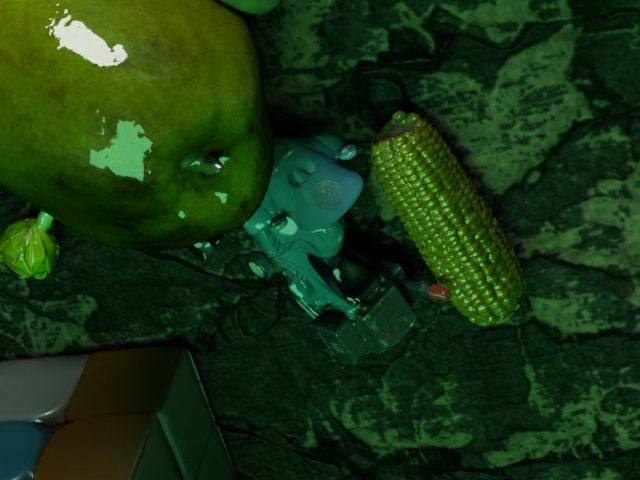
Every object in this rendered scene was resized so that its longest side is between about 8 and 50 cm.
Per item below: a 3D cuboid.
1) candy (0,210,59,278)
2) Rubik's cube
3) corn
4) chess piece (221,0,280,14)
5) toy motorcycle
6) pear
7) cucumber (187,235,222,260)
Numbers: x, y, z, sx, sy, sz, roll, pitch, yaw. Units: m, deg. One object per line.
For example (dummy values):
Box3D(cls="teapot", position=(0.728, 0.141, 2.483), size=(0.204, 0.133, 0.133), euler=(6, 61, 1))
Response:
Box3D(cls="candy", position=(-0.256, -0.041, 1.650), size=(0.062, 0.058, 0.194), euler=(24, 118, -16))
Box3D(cls="Rubik's cube", position=(-0.281, 0.348, 1.746), size=(0.344, 0.346, 0.347), euler=(-5, 123, 17))
Box3D(cls="corn", position=(0.119, -0.015, 1.561), size=(0.080, 0.080, 0.238), euler=(-20, 120, 24))
Box3D(cls="chess piece", position=(-0.001, -0.310, 1.346), size=(0.251, 0.144, 0.144), euler=(-38, 110, 26))
Box3D(cls="toy motorcycle", position=(0.000, 0.000, 1.563), size=(0.272, 0.123, 0.182), euler=(54, 158, -25))
Box3D(cls="pear", position=(-0.170, -0.124, 1.424), size=(0.321, 0.269, 0.269), euler=(40, 140, 40))
Box3D(cls="cucumber", position=(-0.190, -0.075, 1.587), size=(0.245, 0.067, 0.067), euler=(37, 125, -17))
